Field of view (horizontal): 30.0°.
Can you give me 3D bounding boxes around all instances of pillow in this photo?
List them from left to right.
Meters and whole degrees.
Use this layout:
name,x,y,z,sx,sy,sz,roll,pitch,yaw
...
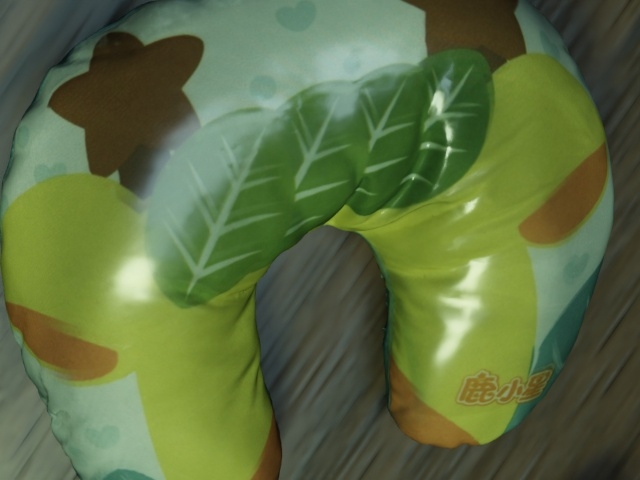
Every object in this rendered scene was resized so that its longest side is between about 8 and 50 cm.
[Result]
name,x,y,z,sx,sy,sz,roll,pitch,yaw
pillow,0.000,0.000,0.446,0.233,0.086,0.214,-16,113,-12
